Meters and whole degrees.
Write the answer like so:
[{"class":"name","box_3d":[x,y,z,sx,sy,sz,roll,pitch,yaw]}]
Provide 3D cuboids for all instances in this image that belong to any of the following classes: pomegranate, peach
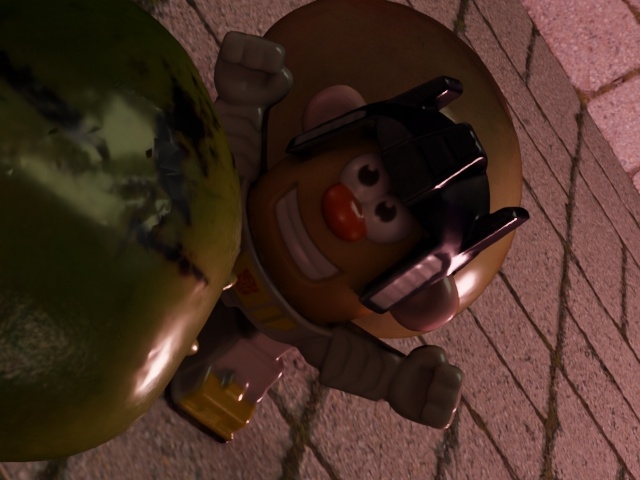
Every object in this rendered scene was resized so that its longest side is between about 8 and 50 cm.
[{"class":"pomegranate","box_3d":[-0.151,-0.007,0.788,0.341,0.260,0.260,23,44,-62]},{"class":"peach","box_3d":[0.051,-0.067,1.268,0.292,0.247,0.292,15,73,-62]}]

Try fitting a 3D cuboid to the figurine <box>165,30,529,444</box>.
[{"class":"figurine","box_3d":[-0.001,-0.003,1.044,0.308,0.308,0.143,54,18,-17]}]
